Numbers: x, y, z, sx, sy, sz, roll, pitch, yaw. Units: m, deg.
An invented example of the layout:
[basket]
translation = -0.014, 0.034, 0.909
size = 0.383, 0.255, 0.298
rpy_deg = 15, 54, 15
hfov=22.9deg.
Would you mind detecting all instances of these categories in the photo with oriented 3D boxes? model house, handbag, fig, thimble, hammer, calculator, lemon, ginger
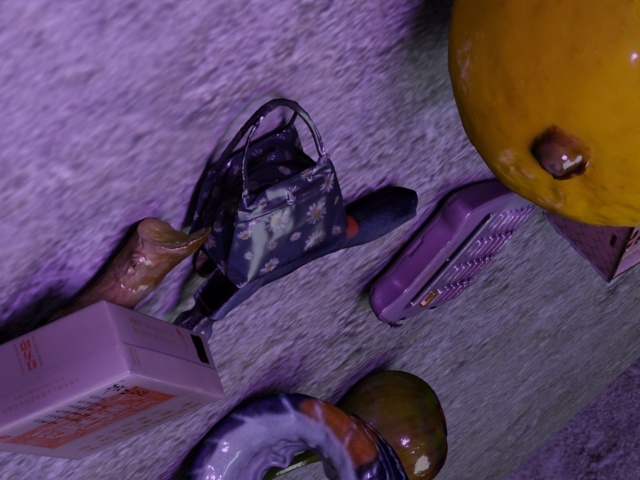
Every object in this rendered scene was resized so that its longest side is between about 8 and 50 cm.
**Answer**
[model house]
translation = 0.372, -0.073, 1.794
size = 0.244, 0.169, 0.326
rpy_deg = -46, 162, 14
[handbag]
translation = -0.037, -0.046, 1.160
size = 0.115, 0.072, 0.139
rpy_deg = -29, 146, -26
[fig]
translation = 0.032, 0.248, 1.890
size = 0.245, 0.149, 0.149
rpy_deg = -19, 162, 4
[thimble]
translation = -0.030, 0.274, 1.641
size = 0.237, 0.237, 0.150
rpy_deg = -45, 158, 4
[hammer]
translation = 0.000, 0.000, 1.355
size = 0.290, 0.037, 0.137
rpy_deg = -26, 163, -50
[calculator]
translation = 0.149, 0.008, 1.712
size = 0.194, 0.043, 0.294
rpy_deg = -50, 164, 17
[lemon]
translation = 0.239, -0.151, 1.173
size = 0.297, 0.297, 0.297
rpy_deg = -38, 161, -16
[ginger]
translation = -0.137, 0.024, 1.147
size = 0.137, 0.044, 0.057
rpy_deg = -43, -168, 18

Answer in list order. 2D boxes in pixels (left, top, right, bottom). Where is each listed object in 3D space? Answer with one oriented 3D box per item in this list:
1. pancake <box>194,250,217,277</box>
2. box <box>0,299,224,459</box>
[pancake]
translation = -0.058, -0.010, 1.279
size = 0.115, 0.011, 0.115
rpy_deg = -38, 161, -16
[box]
translation = -0.169, 0.107, 1.160
size = 0.141, 0.058, 0.201
rpy_deg = -23, 164, 9
